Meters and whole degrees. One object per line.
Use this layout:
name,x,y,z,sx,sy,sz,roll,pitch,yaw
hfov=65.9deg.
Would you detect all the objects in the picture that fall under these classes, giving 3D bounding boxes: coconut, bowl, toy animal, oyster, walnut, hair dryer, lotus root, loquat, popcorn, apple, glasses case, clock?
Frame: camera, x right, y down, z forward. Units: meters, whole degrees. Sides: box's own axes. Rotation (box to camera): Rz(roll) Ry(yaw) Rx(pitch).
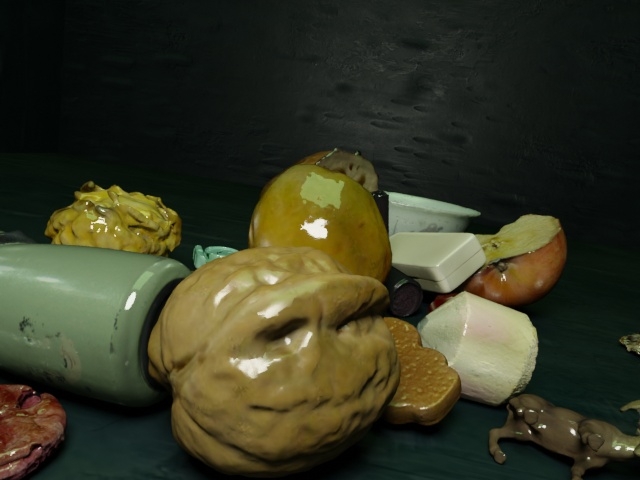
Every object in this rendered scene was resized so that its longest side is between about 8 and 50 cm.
coconut,0.212,0.149,0.701,0.153,0.147,0.147,16,12,3
bowl,0.233,-0.032,1.472,0.435,0.195,0.435,10,11,-2
toy animal,0.320,0.221,0.561,0.186,0.093,0.214,9,0,-45
oyster,0.671,0.214,0.974,0.103,0.051,0.148,-2,24,-14
walnut,-0.035,0.111,0.506,0.257,0.257,0.224,-3,49,-45
hair dryer,0.124,0.017,1.037,0.089,0.251,0.197,-14,22,-20
lotus root,0.000,-0.073,1.246,0.316,0.315,0.250,2,4,-30
loquat,0.000,0.000,0.932,0.276,0.283,0.276,7,-9,1
popcorn,-0.391,-0.013,0.934,0.250,0.189,0.250,6,5,-1
apple,0.422,0.074,1.131,0.293,0.163,0.251,-22,15,23
glasses case,0.225,0.043,1.129,0.131,0.070,0.313,-36,14,-19
clock,-0.224,0.043,1.143,0.135,0.041,0.101,5,12,-21

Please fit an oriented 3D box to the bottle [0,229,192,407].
bottle,-0.327,0.079,0.581,0.347,0.168,0.168,9,11,13

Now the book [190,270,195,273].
book,-0.254,0.092,0.942,0.139,0.016,0.198,6,12,-14

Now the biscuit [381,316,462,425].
biscuit,0.044,0.159,0.668,0.186,0.044,0.295,-32,36,-33

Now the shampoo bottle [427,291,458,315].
shampoo bottle,0.252,0.154,0.903,0.102,0.064,0.260,5,11,5

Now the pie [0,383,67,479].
pie,-0.309,0.176,0.438,0.154,0.038,0.153,6,13,-2
